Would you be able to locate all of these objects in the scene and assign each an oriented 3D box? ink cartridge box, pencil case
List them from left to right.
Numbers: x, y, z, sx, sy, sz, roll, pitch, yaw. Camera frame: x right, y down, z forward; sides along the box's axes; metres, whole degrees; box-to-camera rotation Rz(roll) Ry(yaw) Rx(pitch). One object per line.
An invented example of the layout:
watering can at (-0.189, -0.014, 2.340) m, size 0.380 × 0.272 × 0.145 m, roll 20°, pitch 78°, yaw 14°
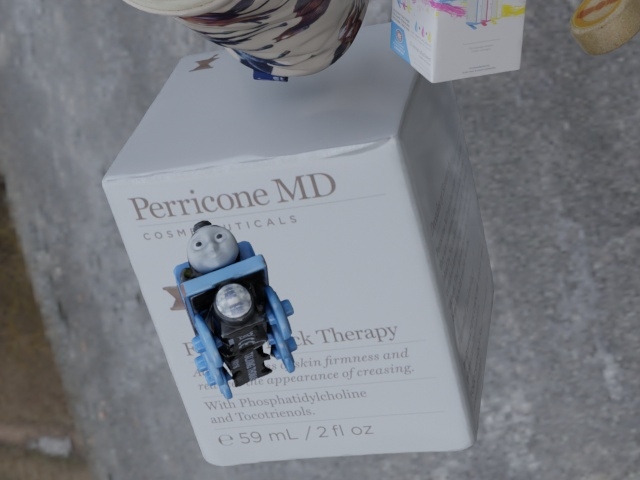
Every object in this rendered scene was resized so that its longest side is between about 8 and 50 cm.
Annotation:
pencil case at (-0.077, -0.248, 1.195) m, size 0.183 × 0.410 × 0.160 m, roll -18°, pitch 85°, yaw 11°
ink cartridge box at (0.120, -0.224, 1.141) m, size 0.092 × 0.089 × 0.143 m, roll -129°, pitch 32°, yaw -53°

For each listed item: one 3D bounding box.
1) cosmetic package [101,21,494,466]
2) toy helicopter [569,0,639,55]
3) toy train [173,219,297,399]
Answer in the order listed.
cosmetic package at (0.000, 0.000, 1.512) m, size 0.329 × 0.327 × 0.394 m, roll -7°, pitch 120°, yaw 17°
toy helicopter at (0.410, -0.314, 1.349) m, size 0.355 × 0.140 × 0.235 m, roll -41°, pitch 30°, yaw 9°
toy train at (-0.069, 0.052, 0.998) m, size 0.184 × 0.080 × 0.105 m, roll 87°, pitch 159°, yaw -70°
